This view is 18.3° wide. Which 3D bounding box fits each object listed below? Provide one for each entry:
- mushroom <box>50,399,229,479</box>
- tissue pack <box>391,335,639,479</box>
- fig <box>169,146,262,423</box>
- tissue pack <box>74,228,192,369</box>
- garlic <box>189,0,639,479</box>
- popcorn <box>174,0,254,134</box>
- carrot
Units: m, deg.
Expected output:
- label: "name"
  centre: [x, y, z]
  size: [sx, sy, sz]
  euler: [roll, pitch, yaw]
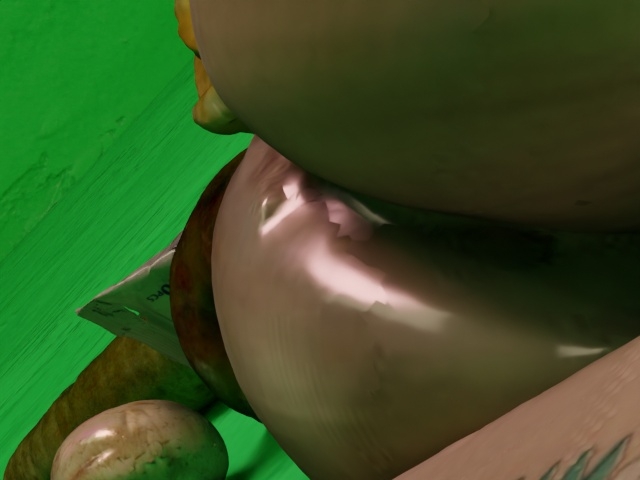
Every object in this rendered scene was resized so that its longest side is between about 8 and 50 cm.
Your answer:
- label: "mushroom"
  centre: [-0.081, 0.110, 0.908]
  size: [0.083, 0.067, 0.083]
  euler: [-22, -20, -9]
- label: "tissue pack"
  centre: [0.038, 0.107, 0.442]
  size: [0.325, 0.071, 0.170]
  euler: [-37, 17, 45]
- label: "fig"
  centre: [0.023, -0.009, 0.805]
  size: [0.185, 0.126, 0.133]
  euler: [-56, 0, -33]
- label: "tissue pack"
  centre: [0.000, 0.000, 0.881]
  size: [0.193, 0.122, 0.026]
  euler: [-40, 40, 22]
- label: "garlic"
  centre: [0.086, -0.019, 0.565]
  size: [0.340, 0.246, 0.231]
  euler: [13, 101, 61]
- label: "popcorn"
  centre: [0.059, -0.153, 1.075]
  size: [0.286, 0.174, 0.225]
  euler: [-39, 7, 38]
- label: "carrot"
  centre: [-0.069, 0.058, 1.059]
  size: [0.358, 0.074, 0.074]
  euler: [-42, 11, 37]
